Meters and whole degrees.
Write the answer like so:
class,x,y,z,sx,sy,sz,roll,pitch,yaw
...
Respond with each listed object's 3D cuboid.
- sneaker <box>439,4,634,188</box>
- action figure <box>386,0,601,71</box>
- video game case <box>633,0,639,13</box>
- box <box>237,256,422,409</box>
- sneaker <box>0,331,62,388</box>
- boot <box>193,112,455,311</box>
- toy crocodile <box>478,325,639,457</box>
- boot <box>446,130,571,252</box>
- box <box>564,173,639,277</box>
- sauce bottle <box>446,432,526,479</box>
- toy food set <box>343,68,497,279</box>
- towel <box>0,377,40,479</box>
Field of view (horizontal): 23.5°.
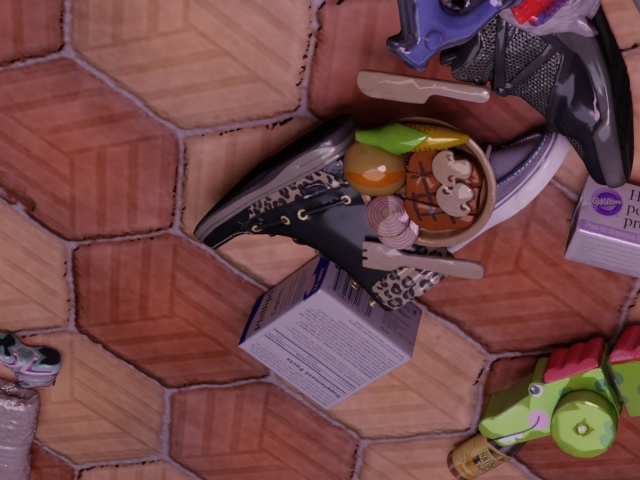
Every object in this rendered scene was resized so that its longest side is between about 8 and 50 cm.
class,x,y,z,sx,sy,sz,roll,pitch,yaw
sneaker,0.184,-0.137,1.288,0.130,0.087,0.227,-11,125,29
action figure,0.131,-0.299,1.106,0.341,0.178,0.330,-35,113,-8
video game case,0.283,-0.159,1.194,0.019,0.157,0.143,-34,120,5
box,0.010,0.090,1.567,0.126,0.072,0.137,38,131,-20
sneaker,-0.346,0.144,1.754,0.098,0.038,0.069,20,135,-2
boot,0.000,0.001,1.440,0.178,0.085,0.236,49,136,-10
toy crocodile,0.309,0.127,1.484,0.340,0.115,0.105,-17,106,28
boot,0.136,-0.059,1.386,0.086,0.069,0.190,36,136,-13
box,0.384,0.019,1.374,0.324,0.063,0.067,15,154,6
sauce bottle,0.191,0.220,1.658,0.042,0.042,0.128,35,134,-17
toy food set,0.083,-0.045,1.300,0.132,0.038,0.192,8,122,18
towel,-0.477,0.203,1.846,0.282,0.049,0.187,18,136,-1
